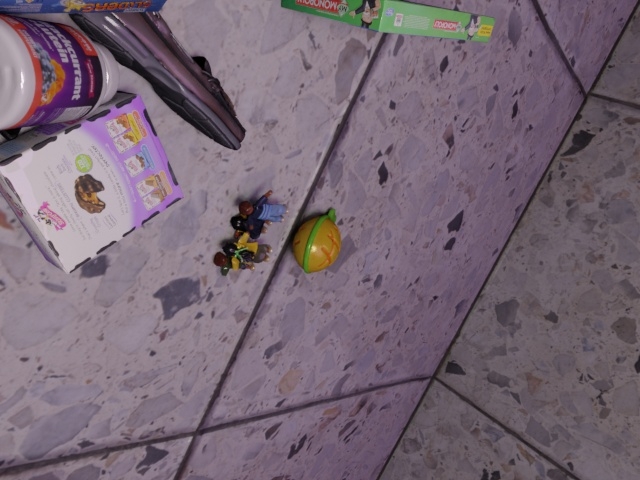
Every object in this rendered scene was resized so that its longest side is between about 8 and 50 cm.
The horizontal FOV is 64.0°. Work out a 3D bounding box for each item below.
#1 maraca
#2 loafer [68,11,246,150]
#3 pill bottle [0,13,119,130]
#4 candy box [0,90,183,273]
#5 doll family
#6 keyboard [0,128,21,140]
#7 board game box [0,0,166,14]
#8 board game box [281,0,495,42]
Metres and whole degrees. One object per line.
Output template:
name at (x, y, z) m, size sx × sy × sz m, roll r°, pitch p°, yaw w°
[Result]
maraca at (0.000, 0.000, 1.120) m, size 0.185 × 0.099 × 0.127 m, roll -50°, pitch 156°, yaw -59°
loafer at (-0.189, -0.237, 0.705) m, size 0.095 × 0.109 × 0.302 m, roll -59°, pitch 142°, yaw -7°
pill bottle at (-0.301, -0.180, 0.549) m, size 0.193 × 0.108 × 0.108 m, roll -66°, pitch 174°, yaw -70°
candy box at (-0.303, -0.081, 0.678) m, size 0.196 × 0.070 × 0.164 m, roll -41°, pitch 134°, yaw -33°
doll family at (-0.136, -0.011, 0.969) m, size 0.111 × 0.076 × 0.192 m, roll 9°, pitch 104°, yaw -48°
keyboard at (-0.375, -0.198, 0.541) m, size 0.192 × 0.038 × 0.100 m, roll 85°, pitch 18°, yaw -66°
board game box at (-0.278, -0.310, 0.535) m, size 0.201 × 0.035 × 0.136 m, roll -22°, pitch 94°, yaw -39°
board game box at (0.122, -0.386, 0.867) m, size 0.318 × 0.214 × 0.046 m, roll -16°, pitch 128°, yaw -43°
